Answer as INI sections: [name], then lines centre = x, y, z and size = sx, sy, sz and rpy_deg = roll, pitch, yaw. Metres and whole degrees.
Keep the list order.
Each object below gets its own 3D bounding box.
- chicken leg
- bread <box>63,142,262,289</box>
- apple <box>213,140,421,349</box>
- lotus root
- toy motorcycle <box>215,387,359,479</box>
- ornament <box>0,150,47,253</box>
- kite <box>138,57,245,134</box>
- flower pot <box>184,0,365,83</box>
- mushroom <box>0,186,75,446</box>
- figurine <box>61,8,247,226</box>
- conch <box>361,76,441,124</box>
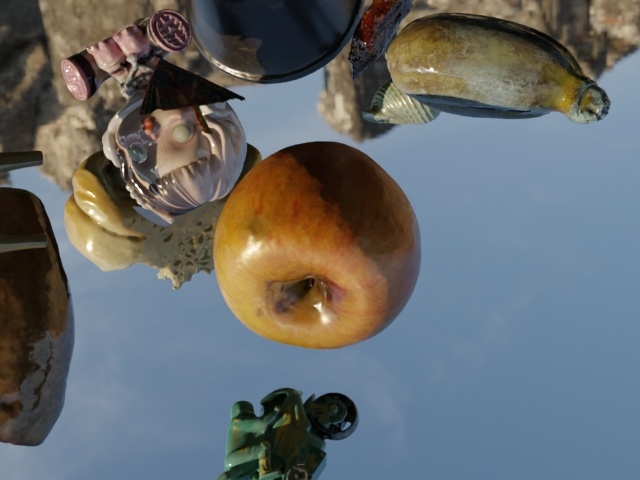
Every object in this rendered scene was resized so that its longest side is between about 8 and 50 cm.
[chicken leg]
centre = 0.113, -0.403, 1.955
size = 0.063, 0.234, 0.105
rpy_deg = 35, -173, 24
[bread]
centre = -0.324, -0.076, 2.253
size = 0.424, 0.245, 0.329
rpy_deg = -8, -127, -27
[apple]
centre = 0.000, 0.000, 1.475
size = 0.299, 0.299, 0.275
rpy_deg = 2, -135, 18
[lotus root]
centre = 0.251, -0.243, 1.480
size = 0.322, 0.140, 0.158
rpy_deg = 12, 177, 24
[toy motorcycle]
centre = -0.079, 0.340, 1.714
size = 0.198, 0.109, 0.296
rpy_deg = 25, -122, 16
[ornament]
centre = -0.564, -0.028, 1.701
size = 0.244, 0.230, 0.061
rpy_deg = -7, -171, -28
[kite]
centre = -0.194, -0.210, 1.526
size = 0.190, 0.010, 0.159
rpy_deg = -17, -118, -41
[flower pot]
centre = -0.115, -0.502, 2.013
size = 0.379, 0.379, 0.251
rpy_deg = -1, 170, 12
[mushroom]
centre = -0.546, 0.121, 1.837
size = 0.313, 0.397, 0.224
rpy_deg = 27, -177, 13
[figurine]
centre = -0.265, -0.226, 1.881
size = 0.253, 0.361, 0.211
rpy_deg = -20, -173, 33
[conch]
centre = 0.163, -0.265, 2.000
size = 0.153, 0.102, 0.135
rpy_deg = 6, 169, 17
